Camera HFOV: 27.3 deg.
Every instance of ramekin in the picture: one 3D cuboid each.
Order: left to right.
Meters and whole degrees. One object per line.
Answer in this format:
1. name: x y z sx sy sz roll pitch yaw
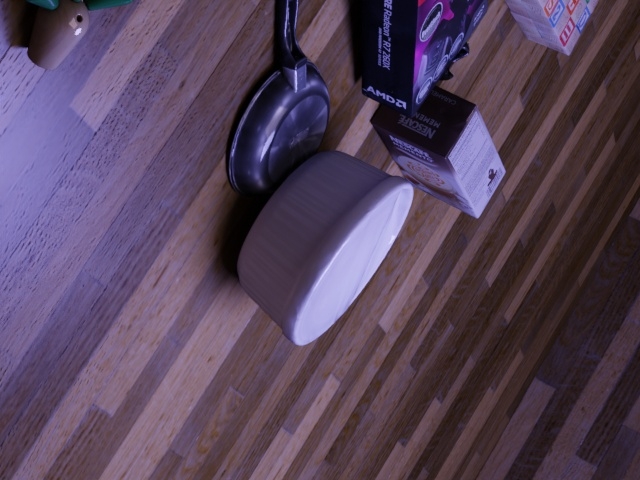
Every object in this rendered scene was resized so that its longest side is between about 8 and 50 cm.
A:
1. ramekin: 0.000 0.000 1.797 0.273 0.127 0.273 -49 165 -19

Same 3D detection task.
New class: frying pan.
1. frying pan: -0.027 -0.198 1.704 0.197 0.053 0.326 -16 131 -59

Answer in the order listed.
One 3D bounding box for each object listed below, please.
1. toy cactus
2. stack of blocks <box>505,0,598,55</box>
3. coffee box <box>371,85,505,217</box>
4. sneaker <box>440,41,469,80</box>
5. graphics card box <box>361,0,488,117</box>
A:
1. toy cactus: -0.233 -0.245 1.232 0.219 0.112 0.180 -25 155 -56
2. stack of blocks: 0.385 -0.446 2.182 0.171 0.087 0.297 -62 155 -1
3. coffee box: 0.186 -0.145 2.044 0.098 0.141 0.246 -58 153 -9
4. sneaker: 0.200 -0.312 1.978 0.170 0.074 0.063 -63 155 0
5. graphics card box: 0.146 -0.362 1.746 0.233 0.094 0.371 -55 163 -26
